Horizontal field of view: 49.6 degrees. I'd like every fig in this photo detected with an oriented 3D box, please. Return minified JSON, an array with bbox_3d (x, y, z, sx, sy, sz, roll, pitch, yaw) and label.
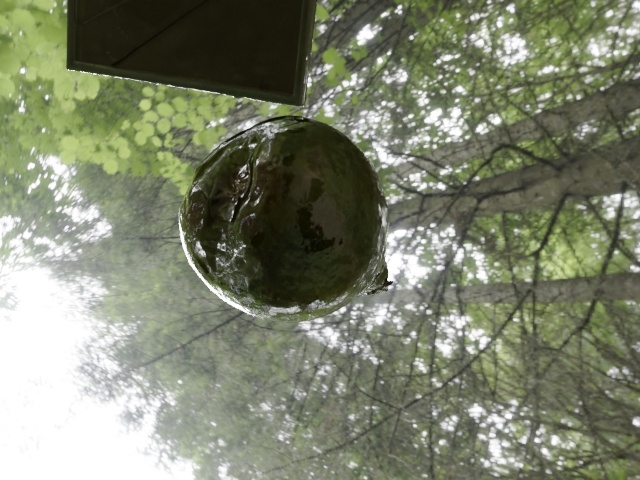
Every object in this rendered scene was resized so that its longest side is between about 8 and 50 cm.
[{"bbox_3d":[-0.002,0.010,0.449,0.185,0.133,0.127,48,-154,-28],"label":"fig"}]

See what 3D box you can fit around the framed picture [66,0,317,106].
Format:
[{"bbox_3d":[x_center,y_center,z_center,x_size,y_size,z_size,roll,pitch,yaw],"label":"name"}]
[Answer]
[{"bbox_3d":[-0.215,-0.407,1.109,0.446,0.028,0.326,13,-72,16],"label":"framed picture"}]
